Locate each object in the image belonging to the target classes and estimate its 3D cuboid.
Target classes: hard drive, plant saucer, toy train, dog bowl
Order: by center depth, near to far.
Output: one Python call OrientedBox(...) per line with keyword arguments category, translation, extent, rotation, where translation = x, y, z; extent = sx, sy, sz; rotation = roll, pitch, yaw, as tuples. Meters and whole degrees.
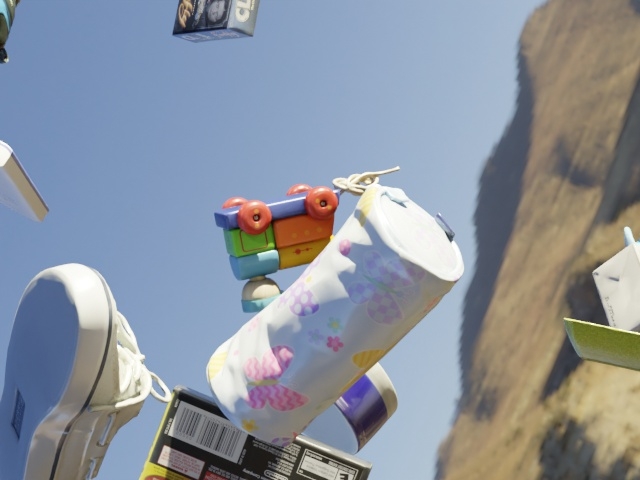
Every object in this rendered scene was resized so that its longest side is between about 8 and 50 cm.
OrientedBox(category="toy train", translation=(0.000, 0.000, 1.610), extent=(0.105, 0.248, 0.143), rotation=(-165, 64, -71))
OrientedBox(category="plant saucer", translation=(0.411, 0.147, 1.666), extent=(0.188, 0.188, 0.045), rotation=(26, -105, -75))
OrientedBox(category="dog bowl", translation=(-0.004, 0.232, 2.127), extent=(0.104, 0.265, 0.265), rotation=(-45, -21, -22))
OrientedBox(category="hard drive", translation=(-0.588, -0.136, 2.178), extent=(0.040, 0.210, 0.319), rotation=(-60, -7, -14))

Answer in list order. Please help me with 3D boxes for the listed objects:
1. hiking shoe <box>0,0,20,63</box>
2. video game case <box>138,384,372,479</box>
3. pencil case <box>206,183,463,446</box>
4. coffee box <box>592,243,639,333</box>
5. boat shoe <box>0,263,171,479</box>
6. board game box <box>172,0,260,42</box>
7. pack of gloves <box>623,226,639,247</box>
OrientedBox(category="hiking shoe", translation=(-0.544, -0.376, 1.793), extent=(0.304, 0.113, 0.132), rotation=(29, -133, -44))
OrientedBox(category="video game case", translation=(-0.104, 0.351, 1.638), extent=(0.035, 0.274, 0.248), rotation=(-6, -63, -83))
OrientedBox(category="pencil case", translation=(0.009, 0.073, 1.210), extent=(0.273, 0.124, 0.113), rotation=(-47, -14, 23))
OrientedBox(category="coffee box", translation=(0.578, 0.115, 2.089), extent=(0.098, 0.246, 0.141), rotation=(-42, 43, 36))
OrientedBox(category="boat shoe", translation=(-0.232, 0.151, 1.325), extent=(0.156, 0.136, 0.367), rotation=(-10, -39, -31))
OrientedBox(category="board game box", translation=(-0.124, -0.393, 1.715), extent=(0.042, 0.165, 0.243), rotation=(12, -92, -33))
OrientedBox(category="pack of gloves", translation=(0.565, 0.061, 2.338), extent=(0.195, 0.046, 0.232), rotation=(90, -163, -44))
